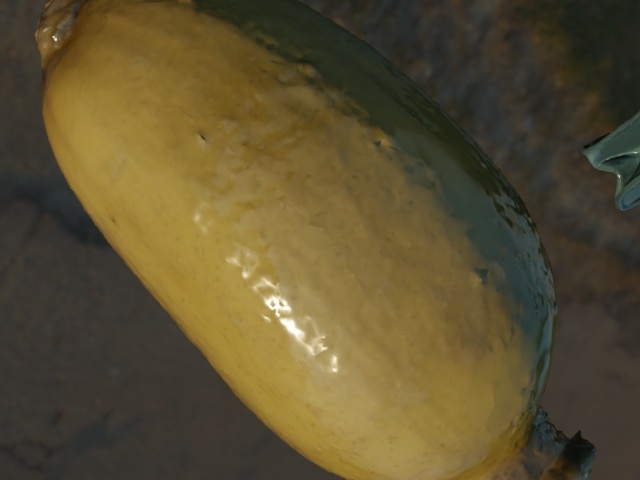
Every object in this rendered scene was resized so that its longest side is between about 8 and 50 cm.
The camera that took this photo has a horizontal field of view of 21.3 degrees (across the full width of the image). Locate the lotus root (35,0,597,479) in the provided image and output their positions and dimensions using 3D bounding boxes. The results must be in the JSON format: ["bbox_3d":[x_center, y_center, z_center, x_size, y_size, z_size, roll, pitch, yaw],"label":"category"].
[{"bbox_3d":[0.002,-0.002,0.696,0.146,0.303,0.131,-45,-177,-30],"label":"lotus root"}]

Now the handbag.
[{"bbox_3d":[0.323,-0.113,1.305,0.229,0.062,0.179,-25,170,-35],"label":"handbag"}]
